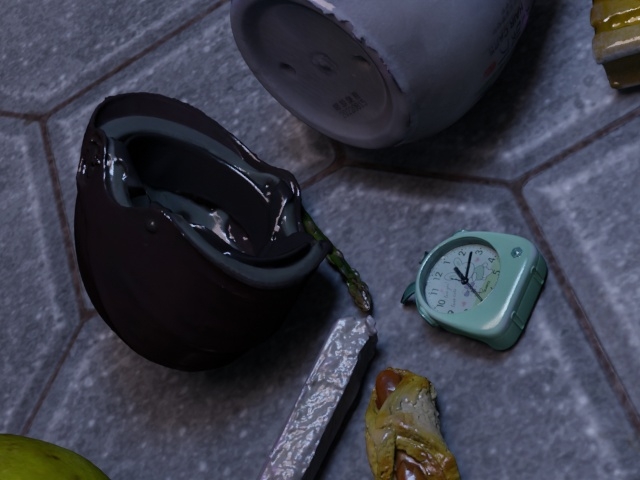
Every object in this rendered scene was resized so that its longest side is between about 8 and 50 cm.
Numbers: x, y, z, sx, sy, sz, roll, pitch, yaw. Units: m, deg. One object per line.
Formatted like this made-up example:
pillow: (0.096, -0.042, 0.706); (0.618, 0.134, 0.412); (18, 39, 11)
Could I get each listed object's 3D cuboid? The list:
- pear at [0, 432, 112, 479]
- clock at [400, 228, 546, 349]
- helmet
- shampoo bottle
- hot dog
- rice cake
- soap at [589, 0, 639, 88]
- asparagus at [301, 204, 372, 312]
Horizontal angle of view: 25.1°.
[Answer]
pear: (-0.290, 0.299, 1.247); (0.287, 0.287, 0.375); (-45, 30, -2)
clock: (0.131, 0.039, 1.300); (0.135, 0.041, 0.101); (13, 68, 39)
helmet: (-0.136, 0.003, 1.393); (0.177, 0.225, 0.305); (-64, 35, 23)
shampoo bottle: (0.070, -0.248, 1.380); (0.273, 0.273, 0.266); (19, 61, 40)
hot dog: (0.071, 0.171, 1.233); (0.078, 0.061, 0.169); (-29, 48, 15)
rice cake: (-0.019, 0.186, 1.286); (0.049, 0.055, 0.270); (21, 73, 19)
soap: (0.364, -0.233, 1.314); (0.232, 0.073, 0.140); (-14, 55, 24)
asparagus: (0.000, 0.000, 1.425); (0.023, 0.022, 0.233); (-14, 41, -21)
